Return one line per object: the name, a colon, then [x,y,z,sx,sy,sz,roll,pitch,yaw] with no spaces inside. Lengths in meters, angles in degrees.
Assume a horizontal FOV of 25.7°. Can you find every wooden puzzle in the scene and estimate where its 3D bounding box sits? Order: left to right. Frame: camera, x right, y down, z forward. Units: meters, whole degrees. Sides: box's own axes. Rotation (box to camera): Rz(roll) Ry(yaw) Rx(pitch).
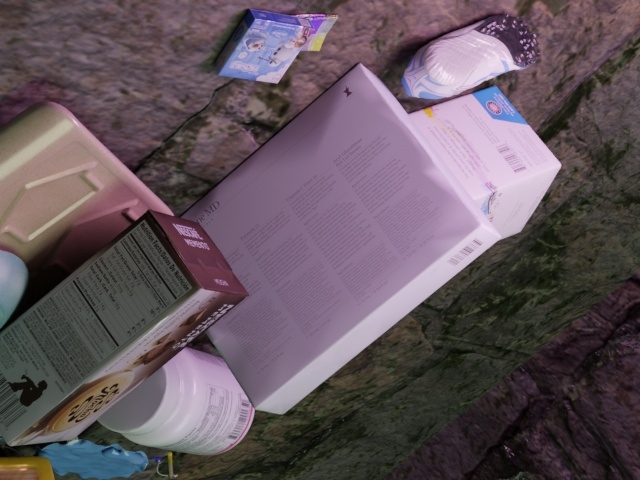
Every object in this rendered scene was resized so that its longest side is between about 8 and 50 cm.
wooden puzzle: [-0.361,-0.003,1.609,0.322,0.080,0.348,-36,152,1]

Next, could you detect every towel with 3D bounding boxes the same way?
towel: [-0.020,-0.246,1.672,0.083,0.009,0.060,-10,146,-44]

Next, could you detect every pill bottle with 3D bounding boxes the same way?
pill bottle: [-0.226,0.238,2.133,0.160,0.160,0.283,-39,156,9]

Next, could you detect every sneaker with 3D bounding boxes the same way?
sneaker: [0.204,-0.247,1.898,0.237,0.085,0.086,-21,179,-37]

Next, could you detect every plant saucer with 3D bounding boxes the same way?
plant saucer: [-0.410,0.087,1.570,0.195,0.037,0.195,-27,151,-16]

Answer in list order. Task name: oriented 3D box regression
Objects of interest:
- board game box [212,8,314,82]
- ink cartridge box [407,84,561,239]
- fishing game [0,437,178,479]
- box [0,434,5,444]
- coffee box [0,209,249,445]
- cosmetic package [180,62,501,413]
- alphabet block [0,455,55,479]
board game box: [-0.066,-0.224,1.624,0.090,0.020,0.090,2,139,-41]
ink cartridge box: [0.190,-0.088,2.051,0.233,0.171,0.168,-20,152,-30]
fishing game: [-0.357,0.332,2.174,0.264,0.041,0.189,2,155,0]
box: [-0.492,0.245,1.838,0.233,0.044,0.159,-19,159,16]
coffee box: [-0.250,0.105,1.652,0.297,0.119,0.168,-39,166,8]
cosmetic package: [0.000,0.000,1.824,0.377,0.284,0.097,-39,158,12]
alphabet block: [-0.506,0.453,2.092,0.193,0.192,0.197,3,140,-34]
